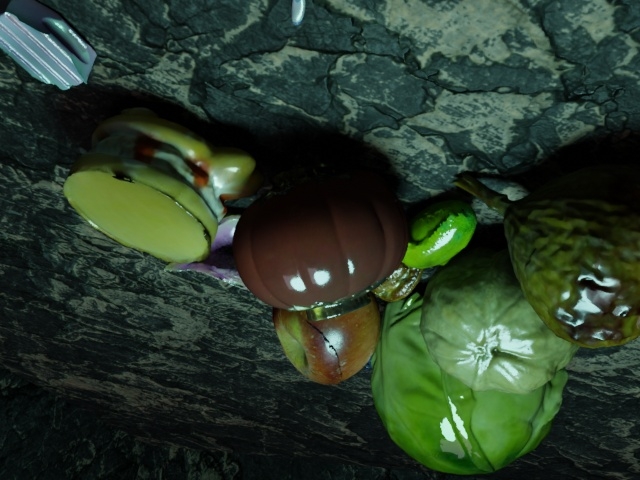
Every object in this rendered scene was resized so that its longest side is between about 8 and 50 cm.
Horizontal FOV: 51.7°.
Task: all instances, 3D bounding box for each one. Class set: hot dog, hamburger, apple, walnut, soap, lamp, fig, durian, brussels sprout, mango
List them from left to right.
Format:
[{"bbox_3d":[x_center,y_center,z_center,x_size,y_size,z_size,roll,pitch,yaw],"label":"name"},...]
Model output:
[{"bbox_3d":[-0.417,-0.296,0.992,0.100,0.056,0.149,-8,144,33],"label":"soap"},{"bbox_3d":[-0.263,-0.101,1.134,0.303,0.186,0.261,6,149,29],"label":"hamburger"},{"bbox_3d":[-0.147,0.028,1.346,0.261,0.186,0.154,29,-170,-6],"label":"durian"},{"bbox_3d":[0.000,0.000,1.125,0.303,0.256,0.303,-15,-178,0],"label":"lamp"},{"bbox_3d":[0.016,0.183,1.466,0.252,0.206,0.271,32,147,38],"label":"apple"},{"bbox_3d":[0.149,0.068,1.356,0.099,0.065,0.147,38,127,-11],"label":"hot dog"},{"bbox_3d":[0.212,-0.009,1.182,0.100,0.119,0.178,36,143,-13],"label":"mango"},{"bbox_3d":[0.319,0.329,1.468,0.426,0.360,0.342,9,152,3],"label":"brussels sprout"},{"bbox_3d":[0.334,0.142,1.222,0.282,0.277,0.253,-12,109,39],"label":"walnut"},{"bbox_3d":[0.371,-0.011,1.051,0.369,0.286,0.286,29,160,32],"label":"fig"}]

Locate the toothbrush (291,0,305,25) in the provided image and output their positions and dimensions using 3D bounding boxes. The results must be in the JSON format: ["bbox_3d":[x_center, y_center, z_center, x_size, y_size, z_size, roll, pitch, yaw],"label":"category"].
[{"bbox_3d":[-0.028,-0.362,0.772,0.021,0.027,0.269,42,156,21],"label":"toothbrush"}]

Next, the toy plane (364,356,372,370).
[{"bbox_3d":[0.117,0.314,1.830,0.062,0.054,0.167,24,160,35],"label":"toy plane"}]
